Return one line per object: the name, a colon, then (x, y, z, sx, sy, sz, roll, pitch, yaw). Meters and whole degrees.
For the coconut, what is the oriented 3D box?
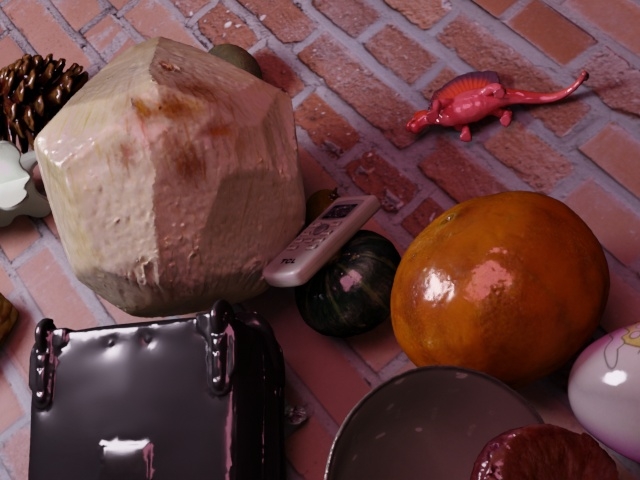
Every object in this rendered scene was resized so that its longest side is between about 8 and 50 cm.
coconut: (-0.217, -0.099, 1.792, 0.344, 0.415, 0.415, -17, 50, 35)

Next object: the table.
table: (-0.577, -0.088, 2.121, 0.198, 0.166, 0.166, -13, 53, 13)

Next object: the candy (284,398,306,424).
candy: (-0.094, 0.229, 1.757, 0.175, 0.043, 0.045, 19, 70, 30)

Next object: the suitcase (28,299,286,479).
suitcase: (-0.224, 0.264, 1.679, 0.345, 0.188, 0.339, -7, 73, 22)

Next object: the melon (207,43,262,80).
melon: (-0.153, -0.282, 2.100, 0.098, 0.098, 0.131, -40, 44, -4)

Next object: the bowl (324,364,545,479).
bowl: (0.126, 0.326, 1.475, 0.157, 0.337, 0.337, -32, 32, 61)

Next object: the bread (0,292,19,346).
bread: (-0.619, 0.147, 2.029, 0.222, 0.096, 0.181, 8, 62, 27)

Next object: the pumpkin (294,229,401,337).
pumpkin: (0.042, 0.063, 1.751, 0.167, 0.125, 0.167, -19, 26, 10)

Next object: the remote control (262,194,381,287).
remote control: (0.000, 0.000, 1.731, 0.087, 0.029, 0.190, -2, 36, 52)

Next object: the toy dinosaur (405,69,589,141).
toy dinosaur: (0.264, -0.229, 1.902, 0.286, 0.070, 0.139, -19, 30, 11)

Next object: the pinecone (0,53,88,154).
pinecone: (-0.495, -0.247, 2.190, 0.212, 0.169, 0.186, -10, 39, 17)

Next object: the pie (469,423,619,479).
pie: (0.265, 0.313, 1.427, 0.054, 0.218, 0.204, 148, 122, -61)

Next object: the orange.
orange: (0.225, 0.061, 1.576, 0.284, 0.226, 0.284, -31, 15, 9)

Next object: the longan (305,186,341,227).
longan: (0.012, -0.045, 1.869, 0.075, 0.083, 0.075, 15, 35, -11)

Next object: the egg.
egg: (0.427, 0.176, 1.445, 0.271, 0.196, 0.196, 15, 66, 33)
